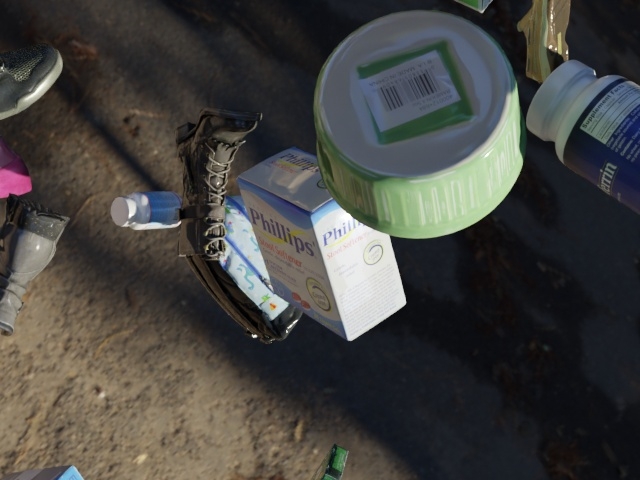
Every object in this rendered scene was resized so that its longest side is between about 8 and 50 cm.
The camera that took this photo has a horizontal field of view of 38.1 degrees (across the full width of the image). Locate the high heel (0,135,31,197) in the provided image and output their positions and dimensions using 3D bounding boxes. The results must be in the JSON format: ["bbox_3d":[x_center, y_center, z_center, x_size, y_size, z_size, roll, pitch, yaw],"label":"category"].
[{"bbox_3d":[-0.755,-0.059,1.893,0.377,0.127,0.181,-45,135,-24],"label":"high heel"}]

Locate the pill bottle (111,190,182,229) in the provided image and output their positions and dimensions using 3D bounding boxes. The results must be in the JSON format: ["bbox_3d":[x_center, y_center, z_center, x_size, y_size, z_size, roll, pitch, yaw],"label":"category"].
[{"bbox_3d":[-0.397,-0.069,2.131,0.160,0.087,0.087,-5,60,-51],"label":"pill bottle"}]

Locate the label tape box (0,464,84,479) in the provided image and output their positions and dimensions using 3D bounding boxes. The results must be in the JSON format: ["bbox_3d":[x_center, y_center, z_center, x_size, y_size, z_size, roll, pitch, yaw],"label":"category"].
[{"bbox_3d":[-0.455,0.498,1.513,0.106,0.334,0.240,-43,107,-44],"label":"label tape box"}]

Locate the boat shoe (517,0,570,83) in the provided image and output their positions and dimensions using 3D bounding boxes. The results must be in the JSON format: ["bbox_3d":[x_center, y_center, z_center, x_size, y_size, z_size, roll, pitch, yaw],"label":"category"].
[{"bbox_3d":[0.327,-0.322,1.386,0.072,0.189,0.068,20,40,36],"label":"boat shoe"}]

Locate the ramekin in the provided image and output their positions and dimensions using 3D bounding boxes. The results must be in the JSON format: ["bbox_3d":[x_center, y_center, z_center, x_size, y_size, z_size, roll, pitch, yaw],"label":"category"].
[{"bbox_3d":[0.133,-0.169,1.283,0.148,0.304,0.303,65,0,-66],"label":"ramekin"}]

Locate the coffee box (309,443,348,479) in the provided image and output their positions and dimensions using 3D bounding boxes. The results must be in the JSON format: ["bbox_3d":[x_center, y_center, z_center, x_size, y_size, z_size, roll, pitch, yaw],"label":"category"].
[{"bbox_3d":[-0.004,0.542,2.018,0.040,0.184,0.113,30,26,-2],"label":"coffee box"}]

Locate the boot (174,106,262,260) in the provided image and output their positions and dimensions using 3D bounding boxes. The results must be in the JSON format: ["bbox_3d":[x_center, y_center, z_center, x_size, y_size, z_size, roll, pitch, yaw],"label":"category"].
[{"bbox_3d":[-0.165,-0.083,1.474,0.091,0.263,0.228,2,82,-29],"label":"boot"}]

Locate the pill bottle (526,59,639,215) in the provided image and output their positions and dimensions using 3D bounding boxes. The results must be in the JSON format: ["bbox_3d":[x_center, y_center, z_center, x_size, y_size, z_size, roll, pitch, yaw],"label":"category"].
[{"bbox_3d":[0.437,-0.144,1.334,0.265,0.153,0.153,41,30,29],"label":"pill bottle"}]

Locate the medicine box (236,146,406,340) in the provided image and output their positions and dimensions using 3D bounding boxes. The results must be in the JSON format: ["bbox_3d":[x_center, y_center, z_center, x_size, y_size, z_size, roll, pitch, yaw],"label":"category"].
[{"bbox_3d":[0.000,0.000,1.760,0.149,0.263,0.289,-32,123,-23],"label":"medicine box"}]

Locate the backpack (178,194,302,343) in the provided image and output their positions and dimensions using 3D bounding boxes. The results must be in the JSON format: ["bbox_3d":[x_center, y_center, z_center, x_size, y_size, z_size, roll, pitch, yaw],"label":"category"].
[{"bbox_3d":[-0.203,0.058,2.351,0.356,0.290,0.273,38,80,-16],"label":"backpack"}]

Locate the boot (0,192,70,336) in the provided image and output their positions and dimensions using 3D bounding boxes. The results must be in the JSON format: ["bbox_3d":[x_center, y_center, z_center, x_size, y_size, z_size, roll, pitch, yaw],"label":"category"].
[{"bbox_3d":[-0.536,0.040,1.617,0.118,0.222,0.338,24,-2,-12],"label":"boot"}]

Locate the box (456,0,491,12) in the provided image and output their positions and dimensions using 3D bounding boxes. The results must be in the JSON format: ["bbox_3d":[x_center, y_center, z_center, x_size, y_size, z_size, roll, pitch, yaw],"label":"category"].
[{"bbox_3d":[0.182,-0.488,1.326,0.262,0.126,0.231,30,69,20],"label":"box"}]

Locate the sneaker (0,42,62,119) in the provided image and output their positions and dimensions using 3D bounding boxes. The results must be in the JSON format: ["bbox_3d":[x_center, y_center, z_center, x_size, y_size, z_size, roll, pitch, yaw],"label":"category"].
[{"bbox_3d":[-0.447,-0.215,1.177,0.228,0.130,0.087,-25,50,-11],"label":"sneaker"}]
